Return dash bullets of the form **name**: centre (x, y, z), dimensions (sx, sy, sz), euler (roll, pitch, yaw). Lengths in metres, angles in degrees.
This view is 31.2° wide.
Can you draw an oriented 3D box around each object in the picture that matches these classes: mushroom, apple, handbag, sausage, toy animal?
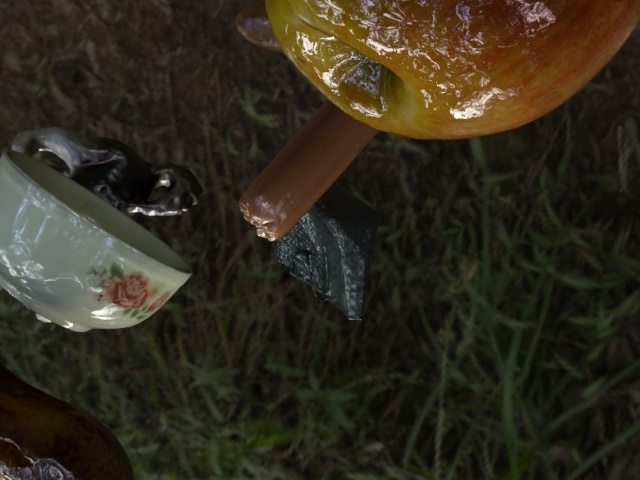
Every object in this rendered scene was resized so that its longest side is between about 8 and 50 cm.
- **mushroom**: centre (-0.390, 0.297, 1.328), dimensions (0.345, 0.259, 0.345), euler (19, 127, 27)
- **apple**: centre (0.096, -0.207, 0.915), dimensions (0.301, 0.301, 0.301), euler (17, 142, 14)
- **handbag**: centre (0.000, 0.000, 1.771), dimensions (0.270, 0.088, 0.175), euler (40, 128, 51)
- **sausage**: centre (-0.002, -0.121, 1.590), dimensions (0.086, 0.289, 0.086), euler (37, 162, 14)
- **toy animal**: centre (-0.362, -0.019, 1.781), dimensions (0.302, 0.344, 0.194), euler (11, 144, 6)

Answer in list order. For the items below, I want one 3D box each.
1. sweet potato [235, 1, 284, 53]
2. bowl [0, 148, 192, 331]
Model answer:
- **sweet potato**: centre (0.063, -0.228, 1.428), dimensions (0.354, 0.095, 0.106), euler (14, 158, 17)
- **bowl**: centre (-0.308, 0.019, 1.421), dimensions (0.277, 0.145, 0.277), euler (32, -179, -1)
